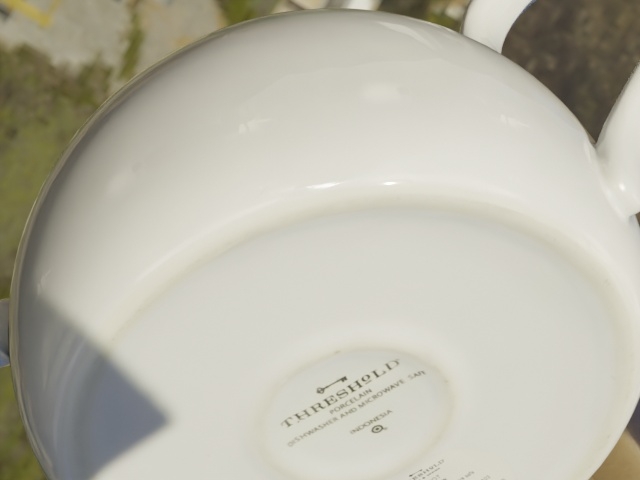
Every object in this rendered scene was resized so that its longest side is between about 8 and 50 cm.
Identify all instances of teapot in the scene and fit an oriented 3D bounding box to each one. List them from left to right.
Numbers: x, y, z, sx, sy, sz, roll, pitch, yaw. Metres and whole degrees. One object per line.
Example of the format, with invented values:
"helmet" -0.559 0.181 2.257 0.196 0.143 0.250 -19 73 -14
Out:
"teapot" 0.000 0.000 0.711 0.187 0.256 0.252 -104 -159 -48

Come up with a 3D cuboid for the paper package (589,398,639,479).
"paper package" 0.197 0.168 1.114 0.168 0.309 0.325 -50 -140 21
